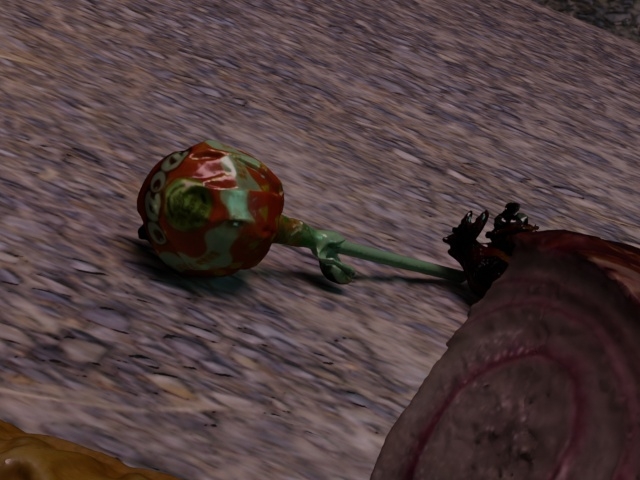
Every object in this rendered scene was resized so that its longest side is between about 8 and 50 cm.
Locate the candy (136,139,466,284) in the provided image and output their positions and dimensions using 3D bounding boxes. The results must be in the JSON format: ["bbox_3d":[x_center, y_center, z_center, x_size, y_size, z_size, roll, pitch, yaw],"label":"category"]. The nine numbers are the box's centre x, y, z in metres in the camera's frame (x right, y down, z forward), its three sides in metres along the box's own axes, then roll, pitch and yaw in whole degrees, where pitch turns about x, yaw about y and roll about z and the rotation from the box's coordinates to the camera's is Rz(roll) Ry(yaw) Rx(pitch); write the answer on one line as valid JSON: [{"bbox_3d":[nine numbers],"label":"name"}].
[{"bbox_3d":[-0.001,0.001,1.083,0.084,0.078,0.287,-12,-19,42],"label":"candy"}]

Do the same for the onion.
[{"bbox_3d":[0.138,0.135,0.622,0.207,0.216,0.206,16,21,-38],"label":"onion"}]

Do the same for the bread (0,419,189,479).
[{"bbox_3d":[-0.118,0.097,0.575,0.367,0.084,0.077,18,40,15],"label":"bread"}]

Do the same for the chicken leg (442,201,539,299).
[{"bbox_3d":[0.150,0.037,1.113,0.105,0.063,0.234,18,18,-26],"label":"chicken leg"}]
